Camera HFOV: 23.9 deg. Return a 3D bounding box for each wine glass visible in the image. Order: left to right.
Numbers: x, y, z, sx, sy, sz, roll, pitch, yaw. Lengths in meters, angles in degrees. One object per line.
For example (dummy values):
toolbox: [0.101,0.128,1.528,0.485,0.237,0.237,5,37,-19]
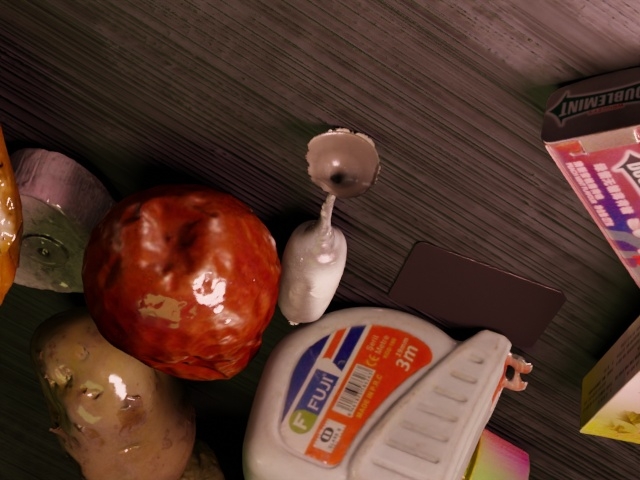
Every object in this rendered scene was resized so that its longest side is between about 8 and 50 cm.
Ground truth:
wine glass: [0.000,0.000,1.431,0.074,0.074,0.262,18,147,1]

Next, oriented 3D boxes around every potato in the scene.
potato: [-0.227,0.177,1.678,0.165,0.165,0.262,1,138,22]

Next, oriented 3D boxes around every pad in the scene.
pad: [0.153,0.055,1.490,0.157,0.003,0.112,20,145,-3]

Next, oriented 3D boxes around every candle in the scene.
candle: [-0.264,-0.009,1.531,0.169,0.068,0.192,26,148,-12]

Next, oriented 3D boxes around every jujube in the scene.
jujube: [-0.128,0.051,1.467,0.190,0.190,0.255,8,150,14]

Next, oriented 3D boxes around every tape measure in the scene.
tape measure: [0.055,0.185,1.515,0.246,0.243,0.125,19,144,17]

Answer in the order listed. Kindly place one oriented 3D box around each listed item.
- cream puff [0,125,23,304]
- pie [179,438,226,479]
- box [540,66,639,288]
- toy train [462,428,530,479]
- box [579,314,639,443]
cream puff: [-0.359,-0.049,1.382,0.155,0.268,0.241,-9,163,-21]
pie: [-0.125,0.364,1.810,0.079,0.277,0.277,-19,142,-8]
box: [0.282,-0.041,1.250,0.120,0.069,0.224,-12,135,34]
toy train: [0.083,0.236,1.684,0.296,0.100,0.160,29,136,-12]
box: [0.359,0.129,1.394,0.175,0.062,0.260,10,155,-3]
